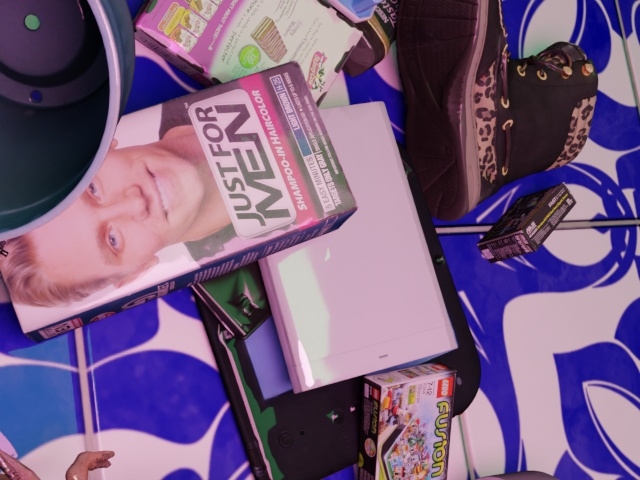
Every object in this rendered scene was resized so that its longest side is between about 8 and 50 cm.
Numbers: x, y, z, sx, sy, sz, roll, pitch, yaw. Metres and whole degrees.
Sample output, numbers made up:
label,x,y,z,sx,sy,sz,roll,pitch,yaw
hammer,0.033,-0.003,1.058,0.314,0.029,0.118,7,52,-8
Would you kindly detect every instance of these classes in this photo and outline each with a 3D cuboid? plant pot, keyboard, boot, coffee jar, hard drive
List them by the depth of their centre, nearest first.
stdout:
label,x,y,z,sx,sy,sz,roll,pitch,yaw
plant pot,-0.274,-0.167,0.792,0.271,0.272,0.255,46,17,-14
hard drive,0.024,0.000,1.074,0.203,0.040,0.307,-12,81,-26
keyboard,0.000,0.000,1.103,0.201,0.033,0.317,49,63,-4
coffee jar,0.077,-0.303,1.260,0.096,0.079,0.184,49,58,-13
boot,0.249,-0.234,1.269,0.284,0.138,0.377,-18,112,-37

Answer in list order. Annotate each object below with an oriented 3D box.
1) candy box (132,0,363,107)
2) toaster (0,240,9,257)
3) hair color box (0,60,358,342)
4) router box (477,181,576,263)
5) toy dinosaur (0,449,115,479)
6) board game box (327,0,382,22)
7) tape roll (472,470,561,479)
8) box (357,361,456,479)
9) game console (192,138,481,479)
label,x,y,z,sx,sy,sz,roll,pitch,yaw
candy box,-0.088,-0.248,1.117,0.233,0.071,0.159,34,84,-21
toaster,-0.378,0.063,0.823,0.110,0.168,0.185,34,61,-18
hair color box,-0.156,-0.040,0.953,0.347,0.105,0.173,-21,84,-14
router box,0.290,-0.024,1.315,0.122,0.092,0.038,-44,102,-32
toy dinosaur,-0.238,0.311,0.816,0.127,0.295,0.200,2,34,-8
board game box,-0.016,-0.522,1.108,0.390,0.050,0.389,33,65,-25
tape roll,0.234,0.383,1.096,0.072,0.219,0.219,3,76,-31
box,0.099,0.252,1.105,0.114,0.036,0.206,-7,106,-33
game console,0.017,0.068,1.138,0.342,0.060,0.386,-17,86,-35
